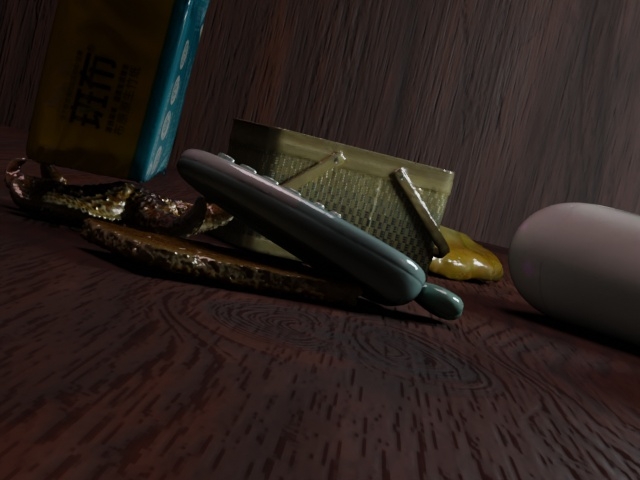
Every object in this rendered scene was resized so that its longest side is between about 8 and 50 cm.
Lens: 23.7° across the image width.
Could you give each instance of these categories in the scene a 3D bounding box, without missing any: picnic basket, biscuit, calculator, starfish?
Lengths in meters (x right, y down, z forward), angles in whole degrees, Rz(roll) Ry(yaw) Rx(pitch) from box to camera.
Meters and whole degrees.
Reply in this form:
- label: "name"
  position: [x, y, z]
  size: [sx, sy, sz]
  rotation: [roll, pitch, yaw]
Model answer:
- label: "picnic basket"
  position: [0.012, -0.044, 1.773]
  size: [0.266, 0.139, 0.165]
  rotation: [13, 4, -22]
- label: "biscuit"
  position: [0.081, -0.015, 2.109]
  size: [0.329, 0.078, 0.335]
  rotation: [14, 5, -42]
- label: "biscuit"
  position: [-0.084, 0.021, 1.319]
  size: [0.231, 0.025, 0.131]
  rotation: [13, 4, -35]
- label: "calculator"
  position: [0.000, 0.000, 1.389]
  size: [0.295, 0.042, 0.184]
  rotation: [30, -6, -4]
- label: "starfish"
  position: [-0.194, -0.035, 1.520]
  size: [0.238, 0.071, 0.216]
  rotation: [1, 15, -26]

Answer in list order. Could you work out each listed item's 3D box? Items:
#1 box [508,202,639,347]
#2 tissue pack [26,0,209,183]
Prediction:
- label: "box"
  position: [0.400, 0.056, 1.682]
  size: [0.288, 0.141, 0.349]
  rotation: [9, 7, -42]
- label: "tissue pack"
  position: [-0.190, -0.197, 1.493]
  size: [0.134, 0.271, 0.192]
  rotation: [15, 5, -1]
